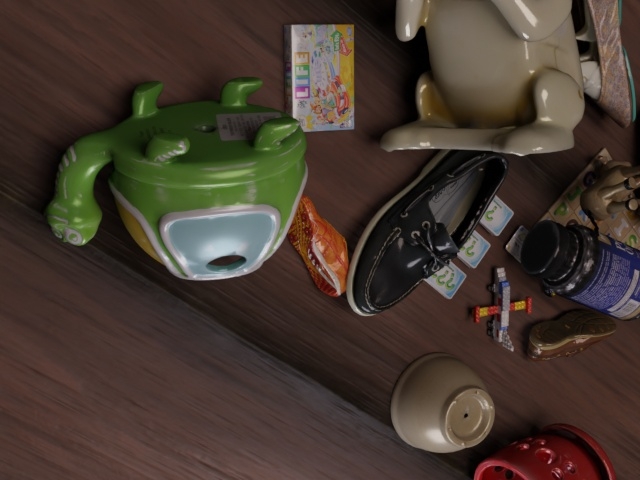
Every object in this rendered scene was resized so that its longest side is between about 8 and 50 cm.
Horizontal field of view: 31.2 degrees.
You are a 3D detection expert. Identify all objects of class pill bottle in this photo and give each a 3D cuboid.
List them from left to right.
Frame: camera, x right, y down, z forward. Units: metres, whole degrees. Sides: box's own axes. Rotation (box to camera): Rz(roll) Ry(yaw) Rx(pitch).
[{"bbox_3d":[0.440,0.046,1.874,0.219,0.123,0.122,21,88,-26],"label":"pill bottle"}]

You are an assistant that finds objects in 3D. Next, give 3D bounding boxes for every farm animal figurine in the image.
[{"bbox_3d":[0.584,-0.104,1.942,0.330,0.172,0.326,21,72,-25],"label":"farm animal figurine"}]

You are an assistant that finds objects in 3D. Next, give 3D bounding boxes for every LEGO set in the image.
[{"bbox_3d":[0.299,0.056,1.872,0.244,0.060,0.182,40,82,-29],"label":"LEGO set"}]

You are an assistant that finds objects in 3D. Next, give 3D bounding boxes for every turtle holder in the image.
[{"bbox_3d":[-0.171,-0.063,1.485,0.320,0.243,0.227,-21,126,-34],"label":"turtle holder"}]

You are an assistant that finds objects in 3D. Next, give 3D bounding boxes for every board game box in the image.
[{"bbox_3d":[-0.001,-0.237,1.669,0.103,0.026,0.154,-7,102,-28],"label":"board game box"}]

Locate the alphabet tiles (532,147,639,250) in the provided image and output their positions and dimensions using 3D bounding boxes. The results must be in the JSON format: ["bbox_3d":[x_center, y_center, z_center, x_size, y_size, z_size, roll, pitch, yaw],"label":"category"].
[{"bbox_3d":[0.489,-0.009,1.994,0.198,0.009,0.237,-47,117,-15],"label":"alphabet tiles"}]

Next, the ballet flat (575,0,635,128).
[{"bbox_3d":[0.440,-0.325,1.865,0.106,0.107,0.316,-14,111,-2],"label":"ballet flat"}]

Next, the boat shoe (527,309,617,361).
[{"bbox_3d":[0.427,0.166,1.965,0.178,0.064,0.060,-11,134,-26],"label":"boat shoe"}]

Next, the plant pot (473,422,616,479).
[{"bbox_3d":[0.378,0.410,1.906,0.174,0.191,0.191,-26,110,-33],"label":"plant pot"}]

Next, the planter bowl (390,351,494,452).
[{"bbox_3d":[0.208,0.269,1.826,0.162,0.109,0.162,-5,101,-28],"label":"planter bowl"}]

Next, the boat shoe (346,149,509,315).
[{"bbox_3d":[0.173,-0.017,1.733,0.340,0.113,0.127,-46,123,-24],"label":"boat shoe"}]

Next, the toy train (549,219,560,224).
[{"bbox_3d":[0.429,0.023,1.945,0.158,0.027,0.036,41,82,-28],"label":"toy train"}]

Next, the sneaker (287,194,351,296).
[{"bbox_3d":[0.000,0.000,1.700,0.067,0.064,0.175,-45,125,-32],"label":"sneaker"}]

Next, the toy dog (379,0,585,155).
[{"bbox_3d":[0.282,-0.342,1.671,0.395,0.285,0.407,-12,105,-41],"label":"toy dog"}]
